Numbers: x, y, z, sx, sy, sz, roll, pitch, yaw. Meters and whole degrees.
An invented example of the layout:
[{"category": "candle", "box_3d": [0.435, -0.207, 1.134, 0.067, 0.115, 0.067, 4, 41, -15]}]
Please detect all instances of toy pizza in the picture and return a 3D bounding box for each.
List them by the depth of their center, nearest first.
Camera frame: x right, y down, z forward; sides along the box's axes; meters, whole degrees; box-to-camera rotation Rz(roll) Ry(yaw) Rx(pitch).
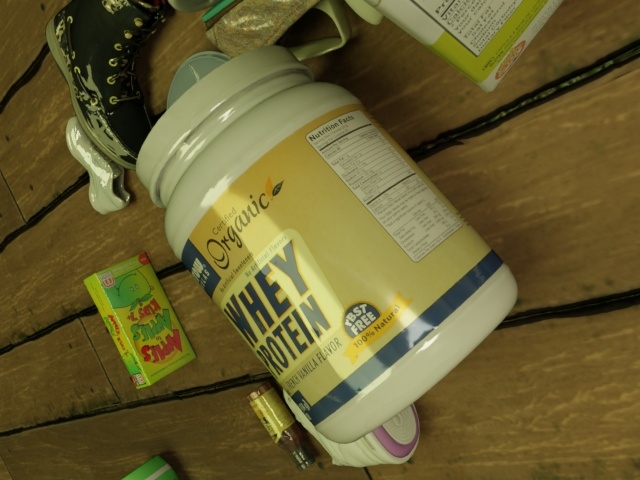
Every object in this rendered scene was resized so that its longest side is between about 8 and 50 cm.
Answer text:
[{"category": "toy pizza", "box_3d": [-0.111, -0.126, 0.843, 0.201, 0.032, 0.202, 21, 123, 35]}]

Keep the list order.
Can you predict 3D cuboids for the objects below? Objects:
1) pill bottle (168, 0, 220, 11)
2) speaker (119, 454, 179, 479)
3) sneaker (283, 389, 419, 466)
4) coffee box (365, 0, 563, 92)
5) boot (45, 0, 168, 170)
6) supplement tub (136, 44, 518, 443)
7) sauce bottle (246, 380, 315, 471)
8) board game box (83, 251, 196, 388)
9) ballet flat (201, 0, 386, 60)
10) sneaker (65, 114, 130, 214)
[{"category": "pill bottle", "box_3d": [-0.153, -0.341, 0.723, 0.108, 0.108, 0.180, -36, 85, 45]}, {"category": "speaker", "box_3d": [-0.248, 0.526, 1.209, 0.297, 0.131, 0.131, 56, 135, 7]}, {"category": "sneaker", "box_3d": [-0.016, 0.139, 0.825, 0.152, 0.114, 0.305, -33, 86, 44]}, {"category": "coffee box", "box_3d": [0.031, -0.328, 0.334, 0.337, 0.334, 0.338, 44, 109, 17]}, {"category": "boot", "box_3d": [-0.247, -0.222, 0.883, 0.178, 0.085, 0.237, -29, 89, 43]}, {"category": "supplement tub", "box_3d": [0.000, 0.000, 0.657, 0.316, 0.228, 0.228, 49, 134, 9]}, {"category": "sauce bottle", "box_3d": [-0.053, 0.257, 0.966, 0.128, 0.042, 0.042, 55, 135, 9]}, {"category": "board game box", "box_3d": [-0.271, 0.119, 1.061, 0.043, 0.092, 0.181, -24, 93, 44]}, {"category": "ballet flat", "box_3d": [0.012, -0.239, 0.648, 0.316, 0.108, 0.106, -17, 118, 50]}, {"category": "sneaker", "box_3d": [-0.320, -0.114, 1.028, 0.061, 0.053, 0.152, -6, 112, 34]}]
